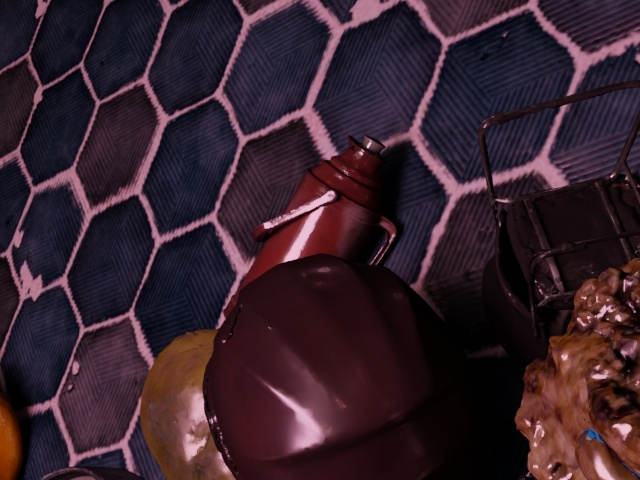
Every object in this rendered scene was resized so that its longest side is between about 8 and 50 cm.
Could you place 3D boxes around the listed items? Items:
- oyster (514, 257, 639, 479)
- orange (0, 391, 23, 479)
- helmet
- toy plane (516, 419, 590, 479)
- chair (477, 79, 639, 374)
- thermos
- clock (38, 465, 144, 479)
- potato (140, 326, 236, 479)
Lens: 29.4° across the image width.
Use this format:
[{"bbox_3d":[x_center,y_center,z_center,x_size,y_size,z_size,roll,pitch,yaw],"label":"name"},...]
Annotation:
[{"bbox_3d":[0.205,0.107,0.847,0.223,0.083,0.214,-46,25,38],"label":"oyster"},{"bbox_3d":[-0.497,0.275,1.586,0.249,0.183,0.249,-31,36,26],"label":"orange"},{"bbox_3d":[0.009,0.113,1.042,0.225,0.177,0.305,-29,55,-14],"label":"helmet"},{"bbox_3d":[0.229,0.179,0.917,0.381,0.106,0.155,-57,37,15],"label":"toy plane"},{"bbox_3d":[0.212,0.003,1.003,0.145,0.221,0.140,-12,56,-4],"label":"chair"},{"bbox_3d":[0.002,0.000,1.233,0.124,0.099,0.232,34,100,12],"label":"thermos"},{"bbox_3d":[-0.280,0.409,1.388,0.313,0.061,0.312,-19,62,41],"label":"clock"},{"bbox_3d":[-0.078,0.193,1.199,0.248,0.143,0.169,38,113,35],"label":"potato"}]
